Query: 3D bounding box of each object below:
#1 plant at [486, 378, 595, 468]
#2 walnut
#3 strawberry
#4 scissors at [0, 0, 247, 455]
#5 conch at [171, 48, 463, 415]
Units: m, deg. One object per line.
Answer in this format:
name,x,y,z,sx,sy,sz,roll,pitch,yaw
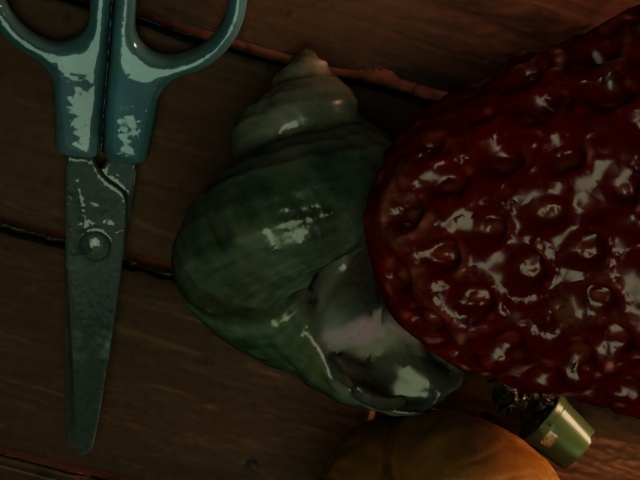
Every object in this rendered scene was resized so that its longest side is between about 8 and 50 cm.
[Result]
plant,0.164,0.132,1.522,0.102,0.051,0.051,42,107,-7
walnut,0.091,0.221,1.478,0.195,0.221,0.195,-5,79,27
strawberry,0.207,-0.016,1.313,0.345,0.295,0.318,-7,118,-18
scissors,-0.167,-0.036,1.466,0.192,0.029,0.447,7,112,-1
conch,0.000,0.000,1.413,0.220,0.195,0.277,-10,89,-7
